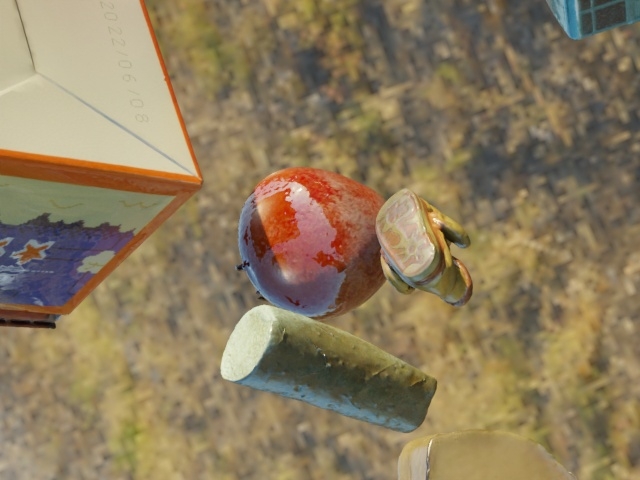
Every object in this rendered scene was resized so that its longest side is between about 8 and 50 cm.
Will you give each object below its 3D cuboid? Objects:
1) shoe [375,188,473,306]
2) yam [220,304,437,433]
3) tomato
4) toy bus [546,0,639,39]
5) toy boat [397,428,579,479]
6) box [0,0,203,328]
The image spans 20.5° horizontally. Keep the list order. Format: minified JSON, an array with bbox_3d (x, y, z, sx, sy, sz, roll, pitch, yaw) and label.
[{"bbox_3d":[0.081,0.010,1.404,0.069,0.072,0.109,40,180,-30],"label":"shoe"},{"bbox_3d":[0.009,0.101,1.396,0.068,0.169,0.068,-36,45,46],"label":"yam"},{"bbox_3d":[0.000,0.000,1.783,0.167,0.167,0.167,58,162,32],"label":"tomato"},{"bbox_3d":[0.256,-0.318,1.616,0.256,0.147,0.128,72,178,-50],"label":"toy bus"},{"bbox_3d":[0.135,0.205,1.288,0.188,0.116,0.061,40,159,12],"label":"toy boat"},{"bbox_3d":[-0.339,-0.138,1.612,0.257,0.318,0.349,-40,59,35],"label":"box"}]
